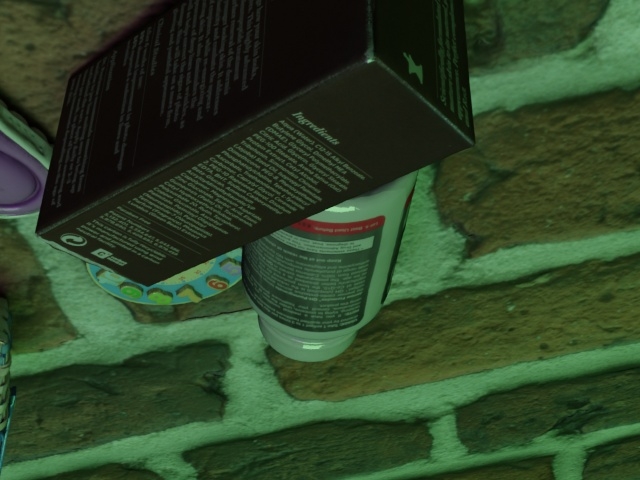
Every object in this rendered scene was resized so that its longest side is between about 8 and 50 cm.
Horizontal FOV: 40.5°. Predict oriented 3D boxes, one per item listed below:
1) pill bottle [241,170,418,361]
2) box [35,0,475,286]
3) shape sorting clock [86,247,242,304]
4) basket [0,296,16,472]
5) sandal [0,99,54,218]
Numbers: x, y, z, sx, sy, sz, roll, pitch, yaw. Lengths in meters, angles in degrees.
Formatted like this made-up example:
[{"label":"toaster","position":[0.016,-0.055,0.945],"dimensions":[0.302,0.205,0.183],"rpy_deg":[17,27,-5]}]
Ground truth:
[{"label":"pill bottle","position":[0.000,0.000,0.968],"dimensions":[0.176,0.176,0.318],"rpy_deg":[-2,141,-8]},{"label":"box","position":[-0.067,-0.116,0.745],"dimensions":[0.381,0.191,0.143],"rpy_deg":[-22,142,36]},{"label":"shape sorting clock","position":[-0.184,0.024,1.072],"dimensions":[0.206,0.040,0.206],"rpy_deg":[-5,142,-4]},{"label":"basket","position":[-0.502,0.200,1.076],"dimensions":[0.255,0.201,0.289],"rpy_deg":[15,105,-26]},{"label":"sandal","position":[-0.398,-0.103,0.786],"dimensions":[0.169,0.102,0.416],"rpy_deg":[-32,145,26]}]
